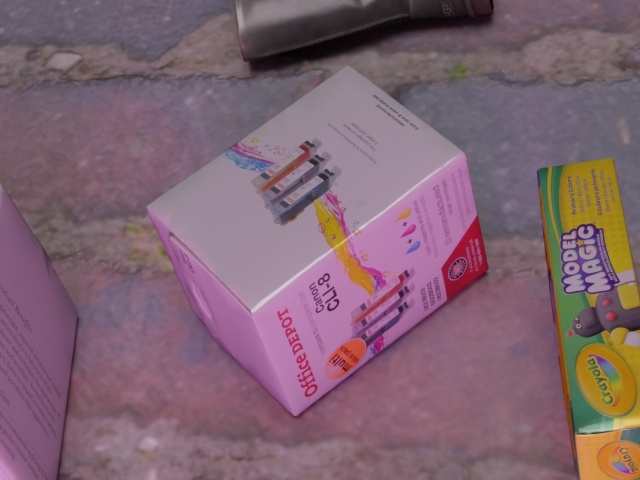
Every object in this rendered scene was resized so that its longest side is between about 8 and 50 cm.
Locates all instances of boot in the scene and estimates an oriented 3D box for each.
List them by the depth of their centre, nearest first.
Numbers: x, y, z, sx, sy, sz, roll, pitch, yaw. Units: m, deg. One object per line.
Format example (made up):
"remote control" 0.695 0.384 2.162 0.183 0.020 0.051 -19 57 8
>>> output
"boot" 0.031 -0.235 1.169 0.209 0.076 0.189 -11 47 14

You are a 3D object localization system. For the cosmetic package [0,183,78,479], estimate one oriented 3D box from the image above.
"cosmetic package" -0.261 0.085 0.922 0.151 0.151 0.183 -8 49 9

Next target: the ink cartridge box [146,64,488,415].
"ink cartridge box" 0.000 0.000 0.939 0.176 0.128 0.127 -36 52 -14

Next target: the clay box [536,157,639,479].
"clay box" 0.168 0.076 0.834 0.053 0.127 0.222 -7 50 10
